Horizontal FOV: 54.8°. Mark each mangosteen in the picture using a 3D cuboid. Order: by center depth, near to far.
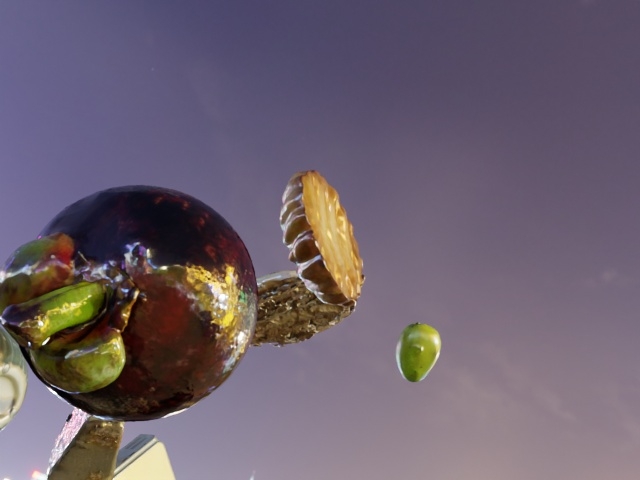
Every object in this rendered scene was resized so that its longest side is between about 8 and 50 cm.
[{"bbox_3d":[-0.239,0.067,0.769,0.306,0.305,0.359,8,-18,15],"label":"mangosteen"}]

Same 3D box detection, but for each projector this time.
[{"bbox_3d":[-0.477,0.662,1.597,0.108,0.198,0.250,-9,-78,30],"label":"projector"}]

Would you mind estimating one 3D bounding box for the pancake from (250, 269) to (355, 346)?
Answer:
[{"bbox_3d":[-0.088,0.193,1.728,0.383,0.071,0.382,-12,-35,-9],"label":"pancake"}]

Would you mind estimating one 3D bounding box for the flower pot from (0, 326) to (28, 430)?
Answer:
[{"bbox_3d":[-0.552,0.214,0.945,0.157,0.189,0.243,20,-33,12],"label":"flower pot"}]

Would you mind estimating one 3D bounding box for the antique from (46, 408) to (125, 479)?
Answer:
[{"bbox_3d":[-0.500,0.426,1.383,0.150,0.125,0.284,16,-56,-23],"label":"antique"}]

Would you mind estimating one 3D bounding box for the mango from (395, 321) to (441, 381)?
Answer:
[{"bbox_3d":[0.272,0.319,1.741,0.119,0.100,0.178,15,-73,23],"label":"mango"}]

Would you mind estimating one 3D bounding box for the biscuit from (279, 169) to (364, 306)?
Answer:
[{"bbox_3d":[0.000,0.000,1.396,0.107,0.325,0.325,-20,-44,16],"label":"biscuit"}]
